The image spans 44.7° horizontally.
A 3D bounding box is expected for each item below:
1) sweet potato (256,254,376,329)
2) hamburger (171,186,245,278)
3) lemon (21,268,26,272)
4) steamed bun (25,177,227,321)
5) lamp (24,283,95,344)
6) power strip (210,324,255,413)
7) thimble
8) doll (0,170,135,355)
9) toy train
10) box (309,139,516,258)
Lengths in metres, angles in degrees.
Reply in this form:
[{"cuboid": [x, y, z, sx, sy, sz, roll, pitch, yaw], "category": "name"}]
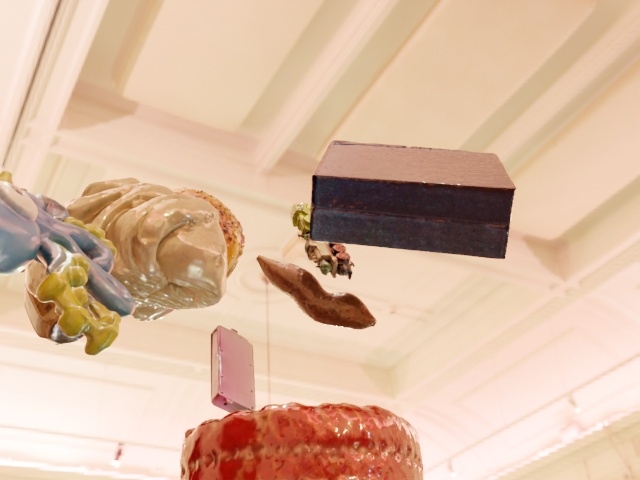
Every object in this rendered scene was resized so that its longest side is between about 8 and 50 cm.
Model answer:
[{"cuboid": [-0.014, 0.086, 1.207, 0.218, 0.065, 0.051, 27, -10, 14], "category": "sweet potato"}, {"cuboid": [-0.342, 0.003, 1.972, 0.300, 0.300, 0.176, 1, -22, -7], "category": "hamburger"}, {"cuboid": [-0.761, 0.015, 1.957, 0.109, 0.133, 0.109, -12, 5, 1], "category": "lemon"}, {"cuboid": [-0.351, 0.004, 1.465, 0.339, 0.247, 0.352, 19, -34, -35], "category": "steamed bun"}, {"cuboid": [-0.644, 0.158, 1.926, 0.161, 0.185, 0.161, -21, -42, -20], "category": "lamp"}, {"cuboid": [-0.211, 0.311, 1.862, 0.109, 0.279, 0.037, 32, -67, -24], "category": "power strip"}, {"cuboid": [-0.026, 0.360, 1.025, 0.350, 0.230, 0.350, -3, -26, -1], "category": "thimble"}, {"cuboid": [-0.336, -0.026, 0.842, 0.346, 0.341, 0.099, 37, -83, -6], "category": "doll"}, {"cuboid": [0.000, 0.000, 1.560, 0.085, 0.249, 0.053, 0, -60, -17], "category": "toy train"}, {"cuboid": [0.136, -0.070, 1.188, 0.279, 0.261, 0.116, 6, -71, 5], "category": "box"}]
